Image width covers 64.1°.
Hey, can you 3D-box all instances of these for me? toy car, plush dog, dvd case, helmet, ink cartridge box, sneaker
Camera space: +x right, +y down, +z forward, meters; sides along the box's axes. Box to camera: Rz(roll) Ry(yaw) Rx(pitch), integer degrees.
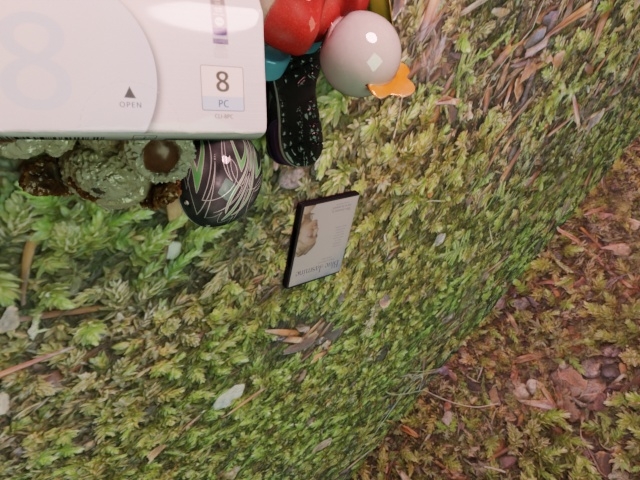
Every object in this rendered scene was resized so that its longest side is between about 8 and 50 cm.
[{"bbox_3d":[0.044,-0.289,0.718,0.210,0.238,0.219,-50,-177,-39],"label":"toy car"},{"bbox_3d":[-0.316,-0.139,0.750,0.262,0.211,0.225,9,136,-15],"label":"plush dog"},{"bbox_3d":[0.000,0.000,1.285,0.180,0.022,0.253,-16,133,-36],"label":"dvd case"},{"bbox_3d":[-0.180,-0.112,0.887,0.169,0.161,0.169,-26,138,-26],"label":"helmet"},{"bbox_3d":[-0.220,-0.304,0.553,0.308,0.091,0.385,-5,100,-24],"label":"ink cartridge box"},{"bbox_3d":[-0.068,-0.276,0.917,0.107,0.124,0.283,-4,101,-32],"label":"sneaker"}]

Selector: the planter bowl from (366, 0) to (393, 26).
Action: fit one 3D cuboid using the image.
[{"bbox_3d":[0.066,-0.431,0.868,0.090,0.217,0.217,-10,141,10],"label":"planter bowl"}]
